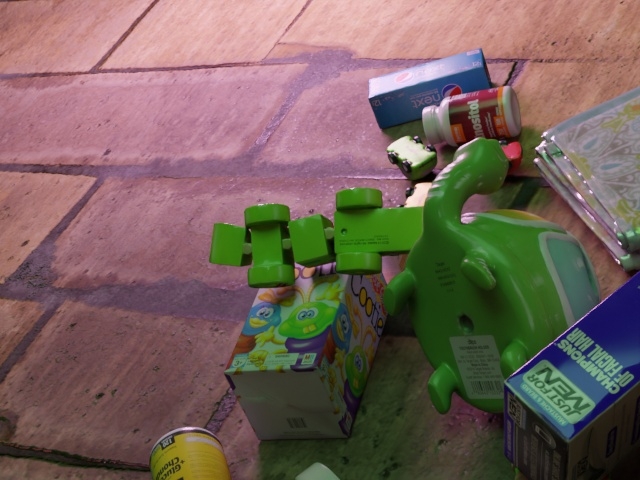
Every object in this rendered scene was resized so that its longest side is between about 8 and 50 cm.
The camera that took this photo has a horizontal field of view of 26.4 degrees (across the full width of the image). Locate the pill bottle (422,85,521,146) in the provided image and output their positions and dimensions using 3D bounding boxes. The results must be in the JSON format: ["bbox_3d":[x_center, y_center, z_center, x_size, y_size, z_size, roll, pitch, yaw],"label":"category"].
[{"bbox_3d":[0.251,-0.203,2.274,0.152,0.086,0.086,-9,37,21],"label":"pill bottle"}]

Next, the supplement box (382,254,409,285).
[{"bbox_3d":[0.109,0.021,2.050,0.036,0.098,0.062,-6,39,23],"label":"supplement box"}]

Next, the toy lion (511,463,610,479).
[{"bbox_3d":[0.290,0.279,1.616,0.096,0.100,0.034,-33,30,19],"label":"toy lion"}]

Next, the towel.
[{"bbox_3d":[0.538,-0.123,2.010,0.374,0.090,0.320,-25,38,-2],"label":"towel"}]

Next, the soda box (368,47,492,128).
[{"bbox_3d":[0.193,-0.266,2.402,0.210,0.071,0.067,-14,35,14],"label":"soda box"}]

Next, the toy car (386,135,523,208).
[{"bbox_3d":[0.187,-0.108,2.215,0.239,0.053,0.225,-32,36,-13],"label":"toy car"}]

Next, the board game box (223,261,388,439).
[{"bbox_3d":[-0.011,0.131,1.937,0.144,0.142,0.275,-5,39,24],"label":"board game box"}]

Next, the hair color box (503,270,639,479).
[{"bbox_3d":[0.362,0.133,1.541,0.338,0.185,0.110,-37,59,-17],"label":"hair color box"}]

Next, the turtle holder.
[{"bbox_3d":[0.226,0.056,1.781,0.227,0.243,0.320,-23,68,-35],"label":"turtle holder"}]

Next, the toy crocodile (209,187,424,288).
[{"bbox_3d":[0.000,0.000,1.898,0.340,0.105,0.115,-8,80,17],"label":"toy crocodile"}]

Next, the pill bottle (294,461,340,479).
[{"bbox_3d":[-0.062,0.378,1.653,0.229,0.131,0.131,-36,37,-18],"label":"pill bottle"}]

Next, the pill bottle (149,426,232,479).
[{"bbox_3d":[-0.163,0.337,1.788,0.103,0.103,0.184,-24,35,-1],"label":"pill bottle"}]
